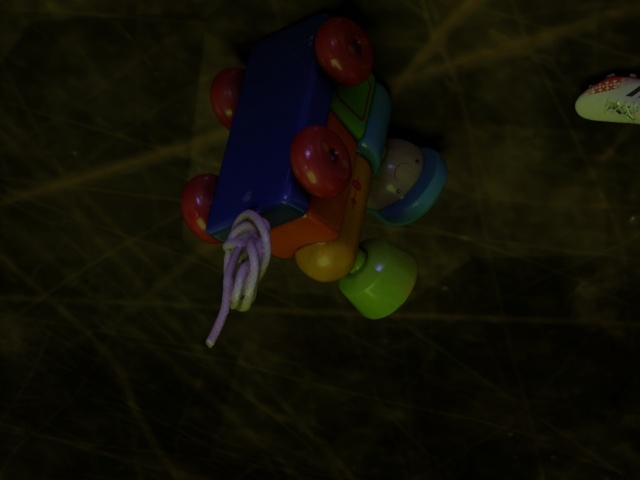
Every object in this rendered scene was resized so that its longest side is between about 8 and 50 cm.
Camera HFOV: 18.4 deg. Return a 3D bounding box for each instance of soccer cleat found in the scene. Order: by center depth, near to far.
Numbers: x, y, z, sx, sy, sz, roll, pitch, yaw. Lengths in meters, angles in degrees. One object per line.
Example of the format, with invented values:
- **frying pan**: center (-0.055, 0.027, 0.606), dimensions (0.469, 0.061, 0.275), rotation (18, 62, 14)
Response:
- **soccer cleat**: center (0.188, -0.079, 1.157), dimensions (0.083, 0.036, 0.029), rotation (-5, 135, 22)

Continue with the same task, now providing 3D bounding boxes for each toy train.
- **toy train**: center (0.000, 0.000, 1.148), dimensions (0.105, 0.248, 0.143), rotation (-22, 131, 35)
